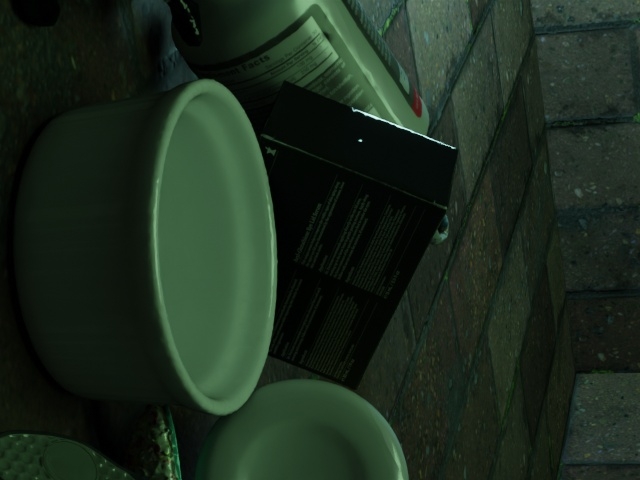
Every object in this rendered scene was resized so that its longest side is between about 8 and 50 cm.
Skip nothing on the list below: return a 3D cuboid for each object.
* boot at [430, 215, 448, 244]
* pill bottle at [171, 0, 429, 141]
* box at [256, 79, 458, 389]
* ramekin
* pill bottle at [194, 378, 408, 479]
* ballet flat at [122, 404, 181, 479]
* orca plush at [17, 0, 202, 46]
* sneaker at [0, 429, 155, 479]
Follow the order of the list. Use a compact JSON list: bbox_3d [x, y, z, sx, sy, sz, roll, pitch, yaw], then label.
[{"bbox_3d":[0.101,-0.045,2.033,0.258,0.123,0.095,24,64,-71],"label":"boot"},{"bbox_3d":[-0.038,-0.195,1.467,0.318,0.176,0.176,53,34,-33],"label":"pill bottle"},{"bbox_3d":[0.000,0.000,1.437,0.103,0.184,0.261,-75,-173,-49],"label":"box"},{"bbox_3d":[-0.143,0.008,1.236,0.277,0.135,0.277,-2,90,-73],"label":"ramekin"},{"bbox_3d":[-0.020,0.245,1.411,0.334,0.187,0.188,98,-6,-76],"label":"pill bottle"},{"bbox_3d":[-0.143,0.257,1.289,0.091,0.077,0.241,-127,-155,-66],"label":"ballet flat"},{"bbox_3d":[-0.157,-0.218,1.191,0.151,0.102,0.287,-60,151,-5],"label":"orca plush"},{"bbox_3d":[-0.188,0.242,1.144,0.226,0.163,0.086,27,34,-24],"label":"sneaker"}]
